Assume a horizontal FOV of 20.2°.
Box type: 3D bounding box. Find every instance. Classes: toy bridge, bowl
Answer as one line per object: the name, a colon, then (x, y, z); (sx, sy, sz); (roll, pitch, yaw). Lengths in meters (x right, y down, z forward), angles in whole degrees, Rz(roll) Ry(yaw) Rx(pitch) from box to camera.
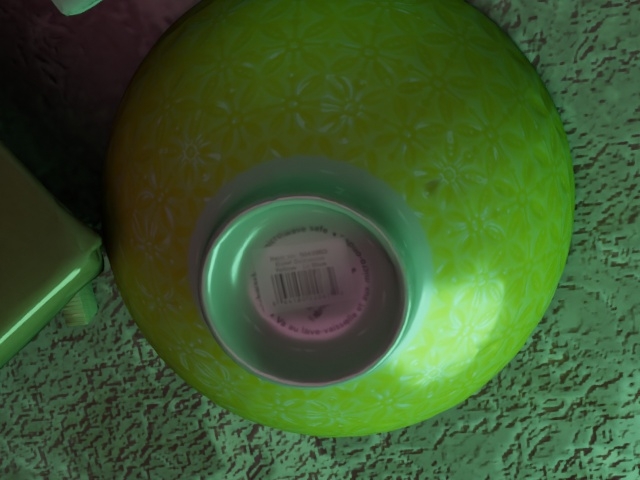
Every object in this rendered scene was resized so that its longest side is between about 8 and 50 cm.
toy bridge: (-0.160, 0.023, 1.153); (0.188, 0.026, 0.063); (-7, 112, 15)
bowl: (0.000, 0.000, 1.018); (0.289, 0.156, 0.289); (3, 111, 7)

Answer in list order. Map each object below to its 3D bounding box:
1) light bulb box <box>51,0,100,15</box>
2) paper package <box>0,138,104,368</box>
light bulb box: (-0.065, -0.367, 0.838); (0.361, 0.225, 0.358); (-32, 105, 25)
paper package: (-0.341, 0.011, 1.017); (0.325, 0.168, 0.309); (-44, 93, -12)
